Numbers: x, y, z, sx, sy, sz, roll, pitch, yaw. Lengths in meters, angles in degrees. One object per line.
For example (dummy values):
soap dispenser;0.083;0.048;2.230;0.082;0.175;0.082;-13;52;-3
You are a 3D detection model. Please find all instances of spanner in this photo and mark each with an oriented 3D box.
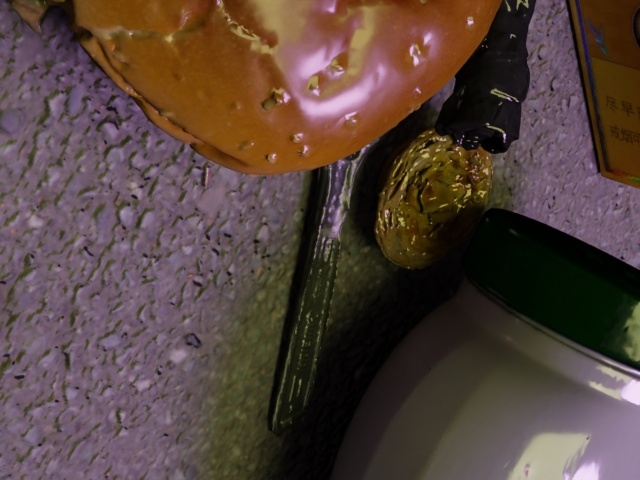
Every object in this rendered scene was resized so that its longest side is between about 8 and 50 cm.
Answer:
spanner;0.000;0.000;0.898;0.093;0.026;0.326;-3;111;-41

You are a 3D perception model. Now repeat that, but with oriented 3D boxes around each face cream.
face cream;0.152;0.176;0.962;0.312;0.219;0.357;13;107;-51

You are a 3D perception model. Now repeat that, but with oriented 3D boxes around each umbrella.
umbrella;0.142;-0.185;0.906;0.066;0.059;0.236;22;77;-45

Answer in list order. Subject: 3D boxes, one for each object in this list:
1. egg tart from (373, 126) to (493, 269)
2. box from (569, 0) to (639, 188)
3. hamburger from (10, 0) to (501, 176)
egg tart;0.083;-0.038;0.943;0.128;0.049;0.129;-23;126;-35
box;0.314;-0.166;0.997;0.084;0.192;0.302;-40;130;-24
hamburger;-0.022;-0.192;0.695;0.314;0.170;0.290;-48;127;-15
